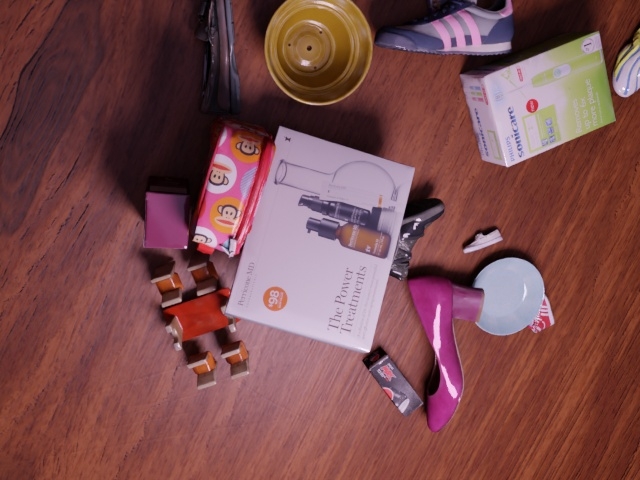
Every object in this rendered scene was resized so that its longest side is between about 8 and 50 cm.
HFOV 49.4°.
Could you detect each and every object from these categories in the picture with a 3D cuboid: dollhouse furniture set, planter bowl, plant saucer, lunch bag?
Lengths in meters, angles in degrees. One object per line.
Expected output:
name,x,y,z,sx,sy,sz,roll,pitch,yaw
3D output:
dollhouse furniture set,-0.198,0.140,1.464,0.259,0.135,0.262,-18,109,1
planter bowl,-0.013,-0.381,1.377,0.217,0.090,0.217,-4,106,-15
plant saucer,0.441,0.130,1.673,0.194,0.037,0.195,-3,105,-11
lunch bag,-0.177,-0.093,1.297,0.120,0.293,0.258,17,102,-12

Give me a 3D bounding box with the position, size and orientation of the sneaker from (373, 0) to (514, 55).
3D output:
sneaker,0.255,-0.450,1.429,0.319,0.112,0.131,-7,111,-23

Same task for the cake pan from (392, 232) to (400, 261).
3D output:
cake pan,0.029,-0.029,1.440,0.293,0.054,0.293,2,80,-9

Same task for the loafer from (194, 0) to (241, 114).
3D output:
loafer,-0.204,-0.371,1.325,0.084,0.096,0.268,-7,108,-8

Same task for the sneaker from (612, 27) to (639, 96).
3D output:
sneaker,0.763,-0.435,1.572,0.091,0.126,0.240,26,96,-21

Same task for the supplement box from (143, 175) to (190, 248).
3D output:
supplement box,-0.293,-0.057,1.326,0.080,0.188,0.104,3,104,-13

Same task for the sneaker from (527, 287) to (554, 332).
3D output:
sneaker,0.531,0.176,1.714,0.067,0.042,0.118,-31,113,-10

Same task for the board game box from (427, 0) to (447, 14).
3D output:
board game box,0.262,-0.529,1.456,0.090,0.020,0.090,-22,109,-10

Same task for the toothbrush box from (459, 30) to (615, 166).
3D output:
toothbrush box,0.477,-0.313,1.525,0.283,0.122,0.206,-22,109,-8

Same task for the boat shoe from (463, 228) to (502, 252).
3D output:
boat shoe,0.376,0.000,1.629,0.100,0.035,0.035,-21,82,-6

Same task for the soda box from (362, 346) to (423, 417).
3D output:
soda box,0.172,0.336,1.644,0.060,0.053,0.169,-38,111,-4

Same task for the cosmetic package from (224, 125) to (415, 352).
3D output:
cosmetic package,0.000,0.000,1.355,0.284,0.097,0.377,15,78,-4

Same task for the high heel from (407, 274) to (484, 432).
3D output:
high heel,0.251,0.265,1.631,0.181,0.127,0.377,11,98,-5

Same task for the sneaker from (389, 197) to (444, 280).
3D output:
sneaker,0.188,0.002,1.544,0.227,0.087,0.130,-34,113,-2
